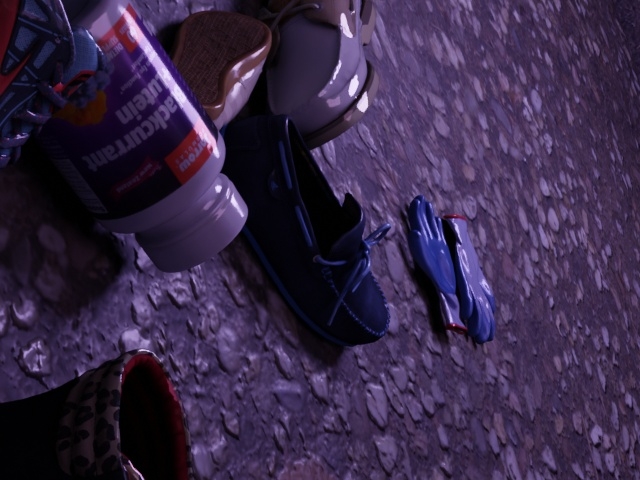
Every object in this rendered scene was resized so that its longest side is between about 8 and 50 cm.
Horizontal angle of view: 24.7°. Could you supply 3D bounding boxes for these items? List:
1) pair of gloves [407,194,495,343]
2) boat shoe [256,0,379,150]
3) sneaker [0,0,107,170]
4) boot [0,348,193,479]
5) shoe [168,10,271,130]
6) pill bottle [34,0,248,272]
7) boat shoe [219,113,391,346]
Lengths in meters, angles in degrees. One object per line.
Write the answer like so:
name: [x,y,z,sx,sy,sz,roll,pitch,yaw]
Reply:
pair of gloves: [0.144,0.034,1.614,0.198,0.023,0.159,16,56,-62]
boat shoe: [-0.013,-0.185,1.353,0.103,0.113,0.302,56,17,-26]
sneaker: [-0.179,-0.089,0.809,0.125,0.104,0.262,6,96,-23]
boot: [-0.152,0.171,0.702,0.085,0.178,0.236,41,36,-47]
shoe: [-0.095,-0.134,1.205,0.076,0.058,0.219,21,30,2]
pill bottle: [-0.133,-0.074,1.008,0.193,0.108,0.108,56,28,-28]
boat shoe: [0.000,0.000,1.254,0.258,0.089,0.109,50,32,-38]
